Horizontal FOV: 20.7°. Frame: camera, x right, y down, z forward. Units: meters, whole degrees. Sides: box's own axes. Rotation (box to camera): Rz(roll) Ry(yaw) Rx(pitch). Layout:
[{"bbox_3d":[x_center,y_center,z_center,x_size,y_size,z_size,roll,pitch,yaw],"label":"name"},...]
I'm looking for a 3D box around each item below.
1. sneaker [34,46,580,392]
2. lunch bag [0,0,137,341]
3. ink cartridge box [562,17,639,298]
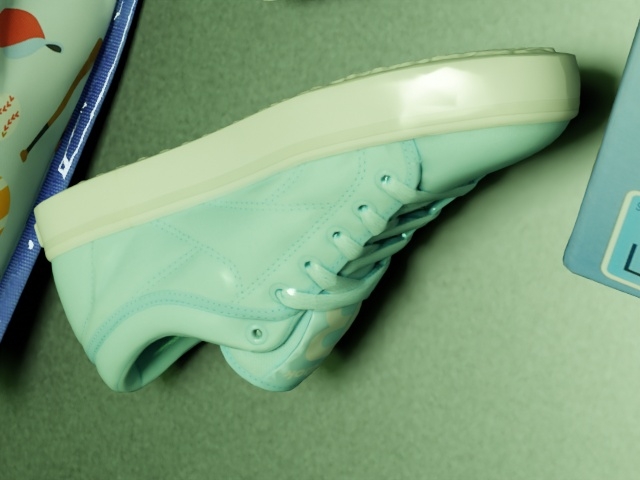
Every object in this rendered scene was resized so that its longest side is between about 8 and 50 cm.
[{"bbox_3d":[0.000,0.000,0.973,0.366,0.135,0.150,-18,88,40],"label":"sneaker"},{"bbox_3d":[-0.310,-0.142,1.105,0.328,0.239,0.385,25,88,30],"label":"lunch bag"},{"bbox_3d":[0.263,-0.108,0.595,0.270,0.151,0.395,21,141,10],"label":"ink cartridge box"}]
